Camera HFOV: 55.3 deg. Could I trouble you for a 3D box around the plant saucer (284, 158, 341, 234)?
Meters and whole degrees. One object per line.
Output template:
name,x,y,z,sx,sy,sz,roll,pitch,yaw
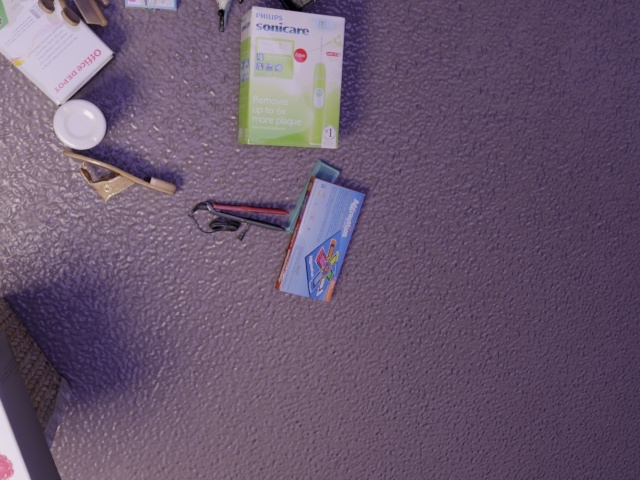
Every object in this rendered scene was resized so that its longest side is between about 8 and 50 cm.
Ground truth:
plant saucer,-0.017,-0.096,1.465,0.067,0.018,0.191,26,90,-21

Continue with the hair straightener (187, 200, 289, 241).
hair straightener,-0.190,-0.039,1.402,0.231,0.047,0.088,5,98,-19

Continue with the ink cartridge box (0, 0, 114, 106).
ink cartridge box,-0.536,-0.391,1.200,0.154,0.093,0.212,-46,108,-5

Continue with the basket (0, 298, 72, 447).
basket,-0.699,0.308,1.157,0.329,0.331,0.266,-28,101,-12

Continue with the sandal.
sandal,-0.428,-0.114,1.289,0.240,0.088,0.079,17,88,-25

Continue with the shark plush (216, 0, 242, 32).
shark plush,-0.186,-0.530,1.313,0.067,0.073,0.161,4,95,-49

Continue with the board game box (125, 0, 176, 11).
board game box,-0.353,-0.559,1.264,0.104,0.026,0.154,-2,101,-18

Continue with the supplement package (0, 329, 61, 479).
supplement package,-0.541,0.315,0.941,0.178,0.175,0.292,-19,98,-16

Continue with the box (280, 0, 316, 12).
box,-0.078,-0.614,1.262,0.103,0.184,0.261,-41,110,-10

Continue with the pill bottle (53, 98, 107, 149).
pill bottle,-0.470,-0.230,1.209,0.094,0.169,0.094,-4,102,-18

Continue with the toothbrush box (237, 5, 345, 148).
toothbrush box,-0.068,-0.348,1.348,0.207,0.122,0.282,1,98,-19

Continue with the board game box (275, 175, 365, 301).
board game box,0.000,0.000,1.469,0.145,0.027,0.281,16,96,-28

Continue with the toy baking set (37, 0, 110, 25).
toy baking set,-0.509,-0.507,1.149,0.030,0.196,0.256,-34,108,25
